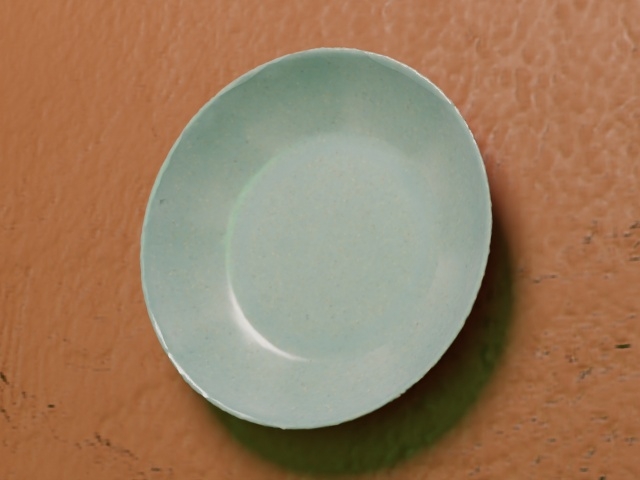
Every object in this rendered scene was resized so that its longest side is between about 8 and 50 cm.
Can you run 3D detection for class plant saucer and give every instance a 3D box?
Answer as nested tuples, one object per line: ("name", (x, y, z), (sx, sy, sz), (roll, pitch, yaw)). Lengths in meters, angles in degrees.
("plant saucer", (0.000, 0.000, 0.688), (0.195, 0.037, 0.195), (-7, 75, 25))
